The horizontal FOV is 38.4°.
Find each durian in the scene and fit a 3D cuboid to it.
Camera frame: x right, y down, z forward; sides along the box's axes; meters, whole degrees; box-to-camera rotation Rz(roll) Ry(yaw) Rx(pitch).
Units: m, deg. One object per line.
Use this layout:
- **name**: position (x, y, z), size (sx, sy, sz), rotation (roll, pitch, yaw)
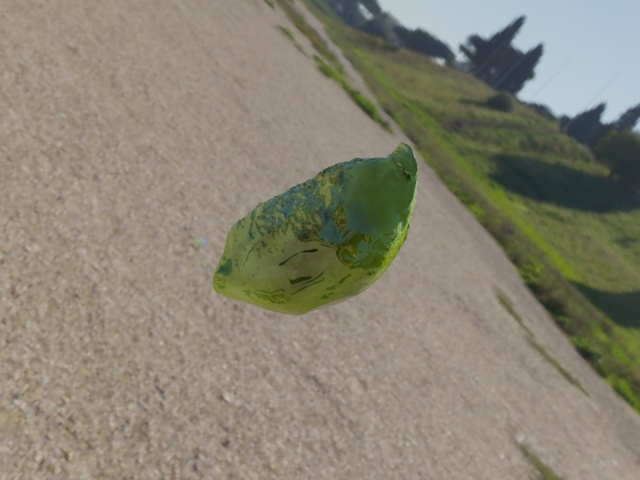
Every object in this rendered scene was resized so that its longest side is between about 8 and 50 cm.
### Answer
- **durian**: position (0.000, 0.000, 0.967), size (0.139, 0.250, 0.101), rotation (67, 19, 3)
